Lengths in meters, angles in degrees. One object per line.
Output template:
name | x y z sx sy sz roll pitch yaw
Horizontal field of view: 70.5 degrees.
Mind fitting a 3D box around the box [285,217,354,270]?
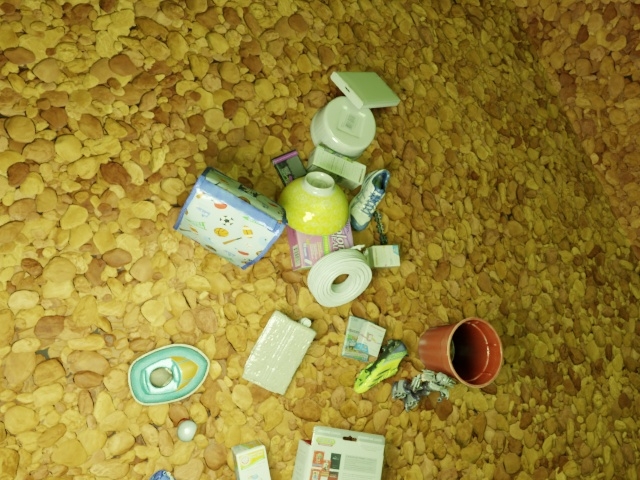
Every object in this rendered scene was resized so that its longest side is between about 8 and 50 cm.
box | 0.000 0.000 1.849 0.243 0.117 0.213 -6 82 -23

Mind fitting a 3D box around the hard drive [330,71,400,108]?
hard drive | 0.206 -0.671 2.013 0.307 0.040 0.203 -23 69 -46

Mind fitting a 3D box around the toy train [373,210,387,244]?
toy train | 0.269 -0.057 2.017 0.036 0.027 0.158 -12 85 -27

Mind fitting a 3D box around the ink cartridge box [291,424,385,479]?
ink cartridge box | 0.069 0.848 1.704 0.309 0.130 0.271 17 72 -18

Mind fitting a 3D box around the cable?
cable | 0.078 0.151 1.789 0.257 0.257 0.089 -11 39 -19

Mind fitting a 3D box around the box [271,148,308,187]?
box | -0.121 -0.290 1.906 0.116 0.029 0.162 -27 89 -23

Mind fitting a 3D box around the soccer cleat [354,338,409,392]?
soccer cleat | 0.259 0.533 1.864 0.289 0.093 0.121 -41 103 -23

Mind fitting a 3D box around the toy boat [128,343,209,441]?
toy boat | -0.489 0.514 1.536 0.267 0.148 0.318 -16 86 -24

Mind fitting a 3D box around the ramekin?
ramekin | 0.107 -0.490 1.978 0.277 0.135 0.277 4 79 -21

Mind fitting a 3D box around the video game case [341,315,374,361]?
video game case | 0.157 0.409 1.888 0.119 0.015 0.166 19 73 -18

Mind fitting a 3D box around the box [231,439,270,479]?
box | -0.239 0.826 1.593 0.103 0.114 0.203 -9 83 -22

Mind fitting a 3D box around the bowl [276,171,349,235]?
bowl | -0.018 -0.170 1.751 0.290 0.156 0.289 8 42 -7

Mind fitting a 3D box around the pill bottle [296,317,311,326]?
pill bottle | -0.066 0.326 1.777 0.043 0.083 0.043 4 79 -21

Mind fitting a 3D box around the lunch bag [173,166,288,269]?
lunch bag | -0.311 -0.084 1.595 0.328 0.385 0.239 30 71 -13

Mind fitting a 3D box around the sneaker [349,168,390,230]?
sneaker | 0.211 -0.185 1.963 0.112 0.131 0.296 25 73 -18

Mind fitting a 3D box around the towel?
towel | -0.157 0.425 1.707 0.187 0.049 0.282 30 87 -11

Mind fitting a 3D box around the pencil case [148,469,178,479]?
pencil case | -0.445 0.872 1.498 0.306 0.119 0.133 36 91 -13

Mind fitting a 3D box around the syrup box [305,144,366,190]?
syrup box | 0.067 -0.309 1.949 0.237 0.093 0.096 20 73 -17

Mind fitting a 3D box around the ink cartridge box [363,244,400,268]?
ink cartridge box | 0.255 0.073 1.951 0.143 0.090 0.092 0 80 -21

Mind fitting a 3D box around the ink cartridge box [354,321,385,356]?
ink cartridge box | 0.205 0.407 1.870 0.088 0.052 0.122 26 70 -15

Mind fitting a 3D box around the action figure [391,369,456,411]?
action figure | 0.414 0.591 1.808 0.185 0.285 0.099 32 47 -15

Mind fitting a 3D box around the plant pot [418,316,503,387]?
plant pot | 0.565 0.464 1.904 0.272 0.265 0.272 5 77 -21
